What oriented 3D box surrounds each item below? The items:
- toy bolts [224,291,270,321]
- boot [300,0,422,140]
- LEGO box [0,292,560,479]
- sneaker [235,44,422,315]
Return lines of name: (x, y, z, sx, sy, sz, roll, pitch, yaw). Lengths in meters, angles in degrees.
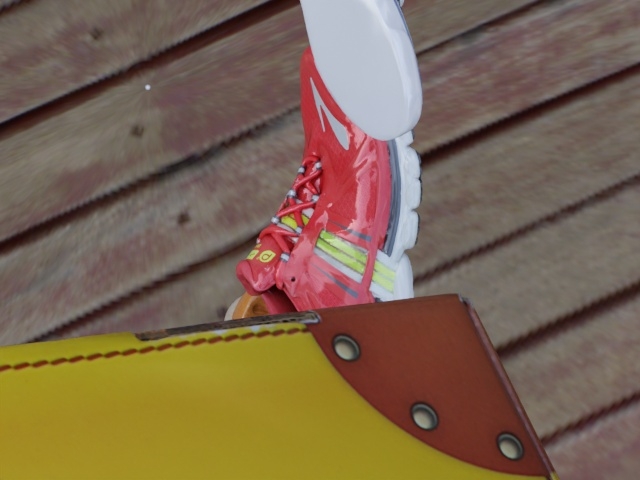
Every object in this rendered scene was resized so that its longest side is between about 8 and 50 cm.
toy bolts: (-0.075, 0.135, 1.468, 0.228, 0.158, 0.218, -1, 93, -36)
boot: (0.030, -0.158, 1.067, 0.086, 0.069, 0.190, -28, 98, -42)
LEGO box: (-0.052, 0.276, 0.345, 0.372, 0.193, 0.500, -5, 57, -36)
sneaker: (0.000, 0.000, 1.254, 0.118, 0.107, 0.279, -5, 96, -21)
